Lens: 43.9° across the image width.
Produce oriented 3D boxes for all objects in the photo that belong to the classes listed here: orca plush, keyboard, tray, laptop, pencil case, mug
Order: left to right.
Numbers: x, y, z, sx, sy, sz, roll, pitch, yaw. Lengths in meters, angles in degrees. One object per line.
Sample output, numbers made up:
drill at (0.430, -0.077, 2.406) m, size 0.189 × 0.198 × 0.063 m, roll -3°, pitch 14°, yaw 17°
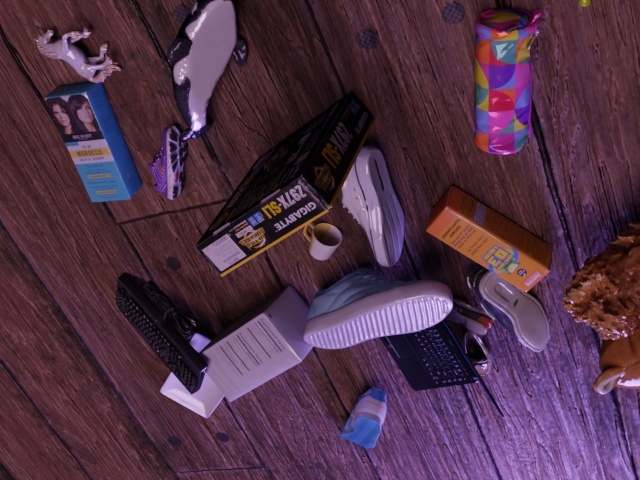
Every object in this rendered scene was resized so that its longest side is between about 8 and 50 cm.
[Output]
keyboard at (-0.362, 0.192, 1.791) m, size 0.317 × 0.033 × 0.201 m, roll 42°, pitch 133°, yaw 23°
orca plush at (-0.218, -0.330, 1.443) m, size 0.151 × 0.102 × 0.287 m, roll -21°, pitch 142°, yaw -21°
tray at (-0.289, 0.330, 1.962) m, size 0.145 × 0.030 × 0.270 m, roll 30°, pitch 128°, yaw -6°
mug at (0.004, 0.002, 1.618) m, size 0.062 × 0.078 × 0.064 m, roll -1°, pitch 142°, yaw -21°
laptop at (0.230, 0.252, 1.639) m, size 0.264 × 0.136 × 0.234 m, roll -17°, pitch 115°, yaw 37°
pencil case at (0.300, -0.259, 1.295) m, size 0.105 × 0.104 × 0.236 m, roll 5°, pitch 128°, yaw 15°

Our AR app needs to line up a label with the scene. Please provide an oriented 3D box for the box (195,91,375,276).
box at (-0.054, -0.105, 1.380) m, size 0.257 × 0.322 × 0.079 m, roll -33°, pitch 108°, yaw 33°

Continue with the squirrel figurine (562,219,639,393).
squirrel figurine at (0.606, 0.120, 1.391) m, size 0.397 × 0.281 × 0.370 m, roll 34°, pitch 140°, yaw -12°

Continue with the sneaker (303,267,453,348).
sneaker at (0.103, 0.108, 1.581) m, size 0.366 × 0.150 × 0.135 m, roll -19°, pitch 144°, yaw 39°

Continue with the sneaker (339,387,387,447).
sneaker at (0.108, 0.422, 1.869) m, size 0.087 × 0.092 × 0.228 m, roll 22°, pitch 148°, yaw -1°

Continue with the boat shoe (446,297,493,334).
boat shoe at (0.287, 0.143, 1.626) m, size 0.137 × 0.043 × 0.049 m, roll 28°, pitch 151°, yaw 19°

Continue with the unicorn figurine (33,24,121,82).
unicorn figurine at (-0.465, -0.358, 1.496) m, size 0.111 × 0.060 × 0.162 m, roll -28°, pitch 111°, yaw 29°

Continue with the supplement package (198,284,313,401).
supplement package at (-0.133, 0.229, 1.754) m, size 0.244 × 0.139 × 0.134 m, roll -34°, pitch 96°, yaw 35°

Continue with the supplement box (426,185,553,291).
supplement box at (0.319, -0.002, 1.490) m, size 0.233 × 0.080 × 0.078 m, roll 29°, pitch 131°, yaw -7°

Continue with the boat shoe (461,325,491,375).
boat shoe at (0.328, 0.233, 1.677) m, size 0.056 × 0.048 × 0.153 m, roll -2°, pitch 124°, yaw 20°

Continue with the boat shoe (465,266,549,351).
boat shoe at (0.378, 0.135, 1.586) m, size 0.233 × 0.084 × 0.079 m, roll 45°, pitch 164°, yaw -24°

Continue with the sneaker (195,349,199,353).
sneaker at (-0.307, 0.298, 1.905) m, size 0.069 × 0.038 × 0.098 m, roll 33°, pitch 119°, yaw -5°

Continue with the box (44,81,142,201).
box at (-0.456, -0.198, 1.611) m, size 0.101 × 0.060 × 0.244 m, roll -3°, pitch 124°, yaw 20°

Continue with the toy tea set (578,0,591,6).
toy tea set at (0.412, -0.485, 1.074) m, size 0.200 × 0.124 × 0.336 m, roll -12°, pitch 120°, yaw 26°

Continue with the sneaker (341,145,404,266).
sneaker at (0.094, -0.067, 1.521) m, size 0.091 × 0.094 × 0.258 m, roll 7°, pitch 125°, yaw 36°

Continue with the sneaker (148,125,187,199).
sneaker at (-0.313, -0.156, 1.593) m, size 0.071 × 0.068 × 0.169 m, roll 21°, pitch 130°, yaw 9°
